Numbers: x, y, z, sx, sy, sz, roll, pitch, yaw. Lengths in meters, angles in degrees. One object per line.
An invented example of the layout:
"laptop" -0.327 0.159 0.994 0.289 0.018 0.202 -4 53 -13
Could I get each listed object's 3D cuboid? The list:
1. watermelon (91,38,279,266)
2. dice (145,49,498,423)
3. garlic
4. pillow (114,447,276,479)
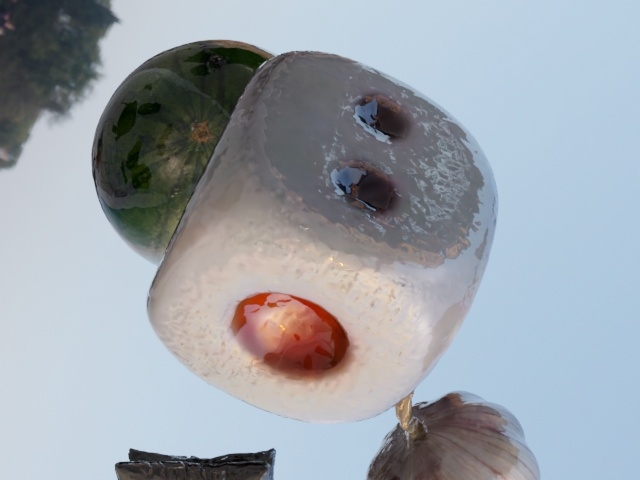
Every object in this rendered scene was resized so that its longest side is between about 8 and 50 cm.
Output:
"watermelon" -0.101 -0.077 0.932 0.242 0.242 0.242 -46 -150 37
"dice" 0.000 0.000 0.669 0.193 0.194 0.192 -58 -172 46
"garlic" 0.149 0.272 1.256 0.245 0.253 0.245 -25 -156 12
"pillow" -0.182 0.468 1.383 0.101 0.228 0.327 71 19 -87
